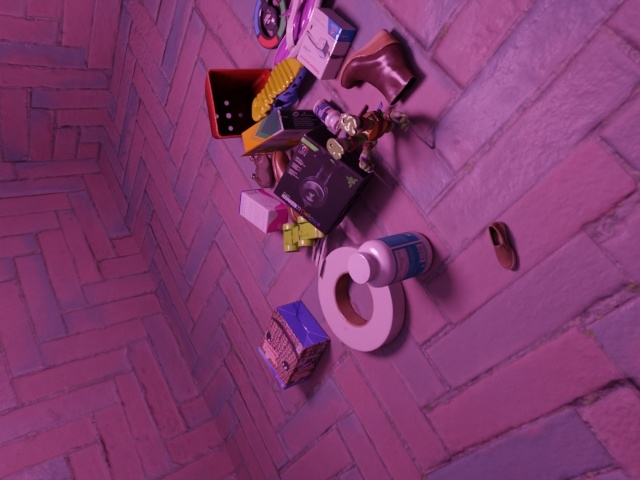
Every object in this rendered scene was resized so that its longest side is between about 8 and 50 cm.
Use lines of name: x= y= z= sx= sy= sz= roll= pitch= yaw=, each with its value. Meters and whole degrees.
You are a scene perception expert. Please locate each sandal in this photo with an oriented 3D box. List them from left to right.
sandal: x=-0.139 y=-0.568 z=1.855 sx=0.317 sy=0.138 sz=0.126 roll=-36 pitch=58 yaw=47
sandal: x=-0.101 y=-0.769 z=1.742 sx=0.416 sy=0.102 sz=0.169 roll=-55 pitch=38 yaw=44

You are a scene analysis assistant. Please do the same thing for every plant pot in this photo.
plant pot: x=-0.351 y=-0.550 z=2.036 sx=0.235 sy=0.267 sz=0.267 roll=0 pitch=100 yaw=63

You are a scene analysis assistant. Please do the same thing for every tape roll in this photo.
tape roll: x=0.139 y=0.208 z=1.761 sx=0.392 sy=0.072 sz=0.392 roll=17 pitch=113 yaw=47

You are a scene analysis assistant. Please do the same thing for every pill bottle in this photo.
pill bottle: x=0.032 y=-0.445 z=1.724 sx=0.120 sy=0.067 sz=0.067 roll=50 pitch=134 yaw=30
pill bottle: x=0.209 y=0.060 z=1.483 sx=0.146 sy=0.264 sz=0.146 roll=16 pitch=111 yaw=48

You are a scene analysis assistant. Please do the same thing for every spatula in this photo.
spatula: x=0.000 y=0.000 z=1.865 sx=0.168 sy=0.019 sz=0.242 roll=-105 pitch=23 yaw=-63

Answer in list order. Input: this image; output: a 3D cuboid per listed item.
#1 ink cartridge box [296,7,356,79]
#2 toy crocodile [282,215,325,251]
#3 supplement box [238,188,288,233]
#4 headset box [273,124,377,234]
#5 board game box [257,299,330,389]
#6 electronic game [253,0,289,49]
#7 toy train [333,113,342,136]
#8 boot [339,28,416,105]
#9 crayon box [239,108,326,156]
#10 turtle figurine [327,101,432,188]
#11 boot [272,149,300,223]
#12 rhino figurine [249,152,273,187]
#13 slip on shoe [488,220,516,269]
ink cartridge box: x=0.017 y=-0.672 z=1.663 sx=0.140 sy=0.082 sz=0.191 roll=47 pitch=131 yaw=21
toy crocodile: x=-0.066 y=-0.022 z=1.882 sx=0.340 sy=0.105 sz=0.115 roll=-19 pitch=73 yaw=60
supplement box: x=-0.249 y=-0.132 z=2.114 sx=0.220 sy=0.111 sz=0.114 roll=34 pitch=124 yaw=41
headset box: x=0.017 y=-0.208 z=1.634 sx=0.246 sy=0.131 sz=0.283 roll=40 pitch=127 yaw=6
board game box: x=-0.122 y=0.447 z=2.084 sx=0.232 sy=0.141 sz=0.291 roll=49 pitch=133 yaw=31
electronic game: x=-0.195 y=-0.874 z=1.906 sx=0.229 sy=0.048 sz=0.229 roll=16 pitch=111 yaw=47
toy train: x=0.077 y=-0.296 z=1.691 sx=0.143 sy=0.105 sz=0.248 roll=41 pitch=129 yaw=23
boot: x=0.171 y=-0.505 z=1.520 sx=0.248 sy=0.090 sz=0.207 roll=-40 pitch=67 yaw=44
crayon box: x=-0.158 y=-0.409 z=1.856 sx=0.323 sy=0.203 sz=0.083 roll=-15 pitch=87 yaw=51
turtle figurine: x=0.172 y=-0.291 z=1.442 sx=0.197 sy=0.266 sz=0.275 roll=-13 pitch=92 yaw=49
boot: x=-0.097 y=-0.226 z=1.924 sx=0.115 sy=0.112 sz=0.305 roll=-19 pitch=93 yaw=40
rhino figurine: x=-0.249 y=-0.331 z=2.064 sx=0.106 sy=0.073 sz=0.243 roll=38 pitch=141 yaw=39
slip on shoe: x=0.487 y=0.016 z=1.310 sx=0.051 sy=0.041 sz=0.135 roll=-13 pitch=89 yaw=51
